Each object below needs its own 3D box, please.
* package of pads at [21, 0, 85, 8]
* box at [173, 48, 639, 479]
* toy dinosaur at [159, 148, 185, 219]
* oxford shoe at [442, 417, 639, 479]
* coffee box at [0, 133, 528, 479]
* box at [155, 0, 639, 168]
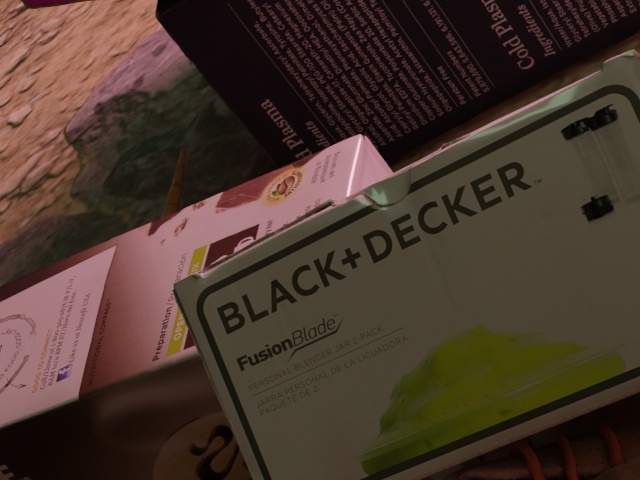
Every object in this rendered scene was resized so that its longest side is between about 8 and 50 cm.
[{"bbox_3d":[-0.073,-0.276,0.894,0.229,0.101,0.296,5,53,48],"label":"package of pads"},{"bbox_3d":[0.097,0.014,0.532,0.169,0.087,0.290,-26,-10,24],"label":"box"},{"bbox_3d":[-0.087,0.030,0.915,0.112,0.064,0.211,-28,38,-16],"label":"toy dinosaur"},{"bbox_3d":[0.126,0.116,0.485,0.397,0.146,0.140,-41,29,-4],"label":"oxford shoe"},{"bbox_3d":[-0.067,0.089,0.701,0.297,0.168,0.119,-21,36,26],"label":"coffee box"},{"bbox_3d":[0.072,-0.245,0.969,0.313,0.179,0.343,-29,33,19],"label":"box"}]
